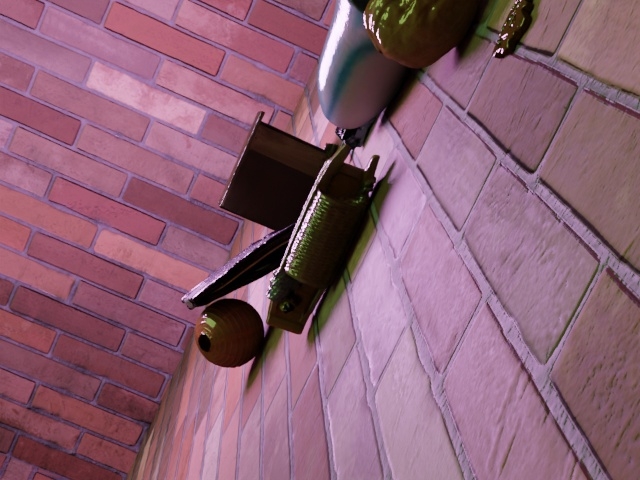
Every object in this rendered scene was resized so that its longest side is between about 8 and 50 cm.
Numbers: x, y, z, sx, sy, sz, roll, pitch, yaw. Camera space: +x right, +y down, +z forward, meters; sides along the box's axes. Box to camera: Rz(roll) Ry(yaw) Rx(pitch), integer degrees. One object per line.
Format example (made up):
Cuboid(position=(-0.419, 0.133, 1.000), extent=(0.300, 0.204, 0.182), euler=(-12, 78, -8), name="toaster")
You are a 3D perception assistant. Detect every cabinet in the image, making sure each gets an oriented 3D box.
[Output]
Cuboid(position=(-0.092, -0.140, 2.555), extent=(0.148, 0.175, 0.215), euler=(-132, 65, -81), name="cabinet")

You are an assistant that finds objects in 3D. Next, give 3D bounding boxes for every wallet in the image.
Cuboid(position=(-0.141, 0.056, 2.331), extent=(0.262, 0.071, 0.221), euler=(-31, 4, -12), name="wallet")

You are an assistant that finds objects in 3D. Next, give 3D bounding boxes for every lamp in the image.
Cuboid(position=(-0.174, 0.176, 2.323), extent=(0.136, 0.136, 0.136), euler=(-156, 90, -82), name="lamp")

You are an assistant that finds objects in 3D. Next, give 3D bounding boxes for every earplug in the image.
Cuboid(position=(0.074, -0.301, 1.995), extent=(0.324, 0.185, 0.185), euler=(114, 175, -50), name="earplug")

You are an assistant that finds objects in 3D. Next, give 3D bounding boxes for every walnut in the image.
Cuboid(position=(0.141, -0.317, 1.677), extent=(0.167, 0.149, 0.166), euler=(-24, 49, 32), name="walnut")

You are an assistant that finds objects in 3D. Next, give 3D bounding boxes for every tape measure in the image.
Cuboid(position=(0.063, -0.214, 2.187), extent=(0.091, 0.054, 0.094), euler=(-63, 15, 15), name="tape measure")

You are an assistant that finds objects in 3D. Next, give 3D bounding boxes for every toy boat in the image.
Cuboid(position=(0.000, 0.000, 1.846), extent=(0.115, 0.089, 0.310), euler=(-113, 47, -75), name="toy boat")

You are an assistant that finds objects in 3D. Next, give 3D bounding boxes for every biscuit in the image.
Cuboid(position=(0.221, -0.250, 1.382), extent=(0.082, 0.016, 0.092), euler=(130, 161, -65), name="biscuit")

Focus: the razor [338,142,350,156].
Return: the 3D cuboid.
Cuboid(position=(0.058, -0.217, 2.297), extent=(0.068, 0.037, 0.191), euler=(-9, 50, 29), name="razor")
